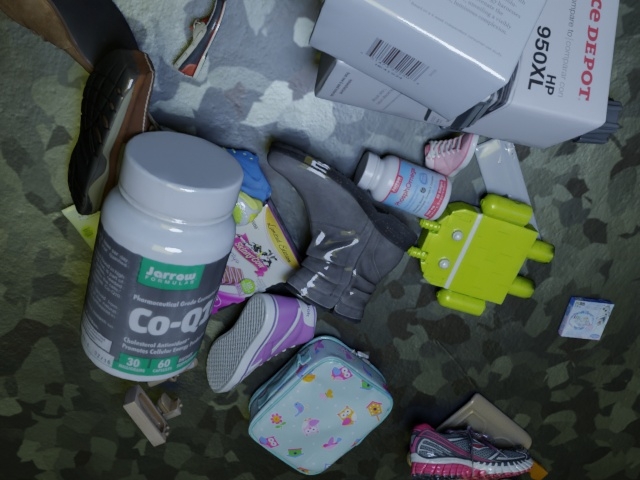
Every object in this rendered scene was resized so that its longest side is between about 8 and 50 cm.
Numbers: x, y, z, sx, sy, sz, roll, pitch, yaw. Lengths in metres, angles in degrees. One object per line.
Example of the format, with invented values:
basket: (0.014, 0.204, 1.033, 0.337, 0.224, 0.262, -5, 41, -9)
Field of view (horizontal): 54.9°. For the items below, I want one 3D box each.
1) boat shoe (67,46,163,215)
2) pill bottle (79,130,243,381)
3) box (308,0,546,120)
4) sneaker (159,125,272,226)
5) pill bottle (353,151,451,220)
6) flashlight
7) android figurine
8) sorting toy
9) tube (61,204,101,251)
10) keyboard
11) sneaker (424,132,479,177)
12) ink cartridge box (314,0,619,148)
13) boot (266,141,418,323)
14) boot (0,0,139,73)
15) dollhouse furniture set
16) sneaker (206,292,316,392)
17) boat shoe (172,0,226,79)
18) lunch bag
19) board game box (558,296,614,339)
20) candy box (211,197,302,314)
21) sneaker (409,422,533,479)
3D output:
boat shoe: (-0.311, -0.164, 0.974, 0.120, 0.122, 0.324, -5, 150, -36)
pill bottle: (-0.249, 0.028, 0.963, 0.204, 0.204, 0.361, 15, 121, -12)
box: (0.162, -0.356, 0.725, 0.215, 0.168, 0.345, 27, 83, -7)
sneaker: (-0.185, -0.125, 1.065, 0.240, 0.126, 0.091, 42, 134, 6)
pill bottle: (0.145, -0.100, 1.097, 0.160, 0.087, 0.087, 19, 112, -12)
flashlight: (0.358, -0.225, 1.054, 0.304, 0.103, 0.103, 4, 111, -6)
android figurine: (0.303, 0.026, 1.184, 0.273, 0.056, 0.248, 17, 113, -11)
sorting toy: (0.374, 0.504, 1.431, 0.307, 0.041, 0.229, 40, 101, -21)
tube: (-0.369, 0.029, 1.126, 0.062, 0.070, 0.240, -6, 117, 42)
keyboard: (0.360, -0.079, 1.173, 0.072, 0.014, 0.256, -21, 115, 10)
sneaker: (0.221, -0.155, 1.070, 0.070, 0.134, 0.051, 21, 70, -4)
ink cartridge box: (0.216, -0.323, 0.903, 0.395, 0.166, 0.285, 10, 85, -11)
boot: (0.000, 0.000, 1.075, 0.338, 0.118, 0.223, 36, 90, -22)
boot: (-0.397, -0.342, 0.947, 0.115, 0.112, 0.305, -16, 125, 36)
dollhouse furniture set: (-0.294, 0.278, 1.196, 0.123, 0.151, 0.144, -23, 117, 5)
sneaker: (-0.108, 0.212, 1.214, 0.161, 0.102, 0.282, 7, 138, -40)
boat shoe: (-0.191, -0.326, 0.985, 0.043, 0.049, 0.137, 26, 115, -14)
lunch bag: (-0.005, 0.334, 1.274, 0.224, 0.108, 0.279, 40, 105, -17)
board game box: (0.559, 0.164, 1.298, 0.090, 0.020, 0.090, 7, 113, -9)
candy box: (-0.168, 0.032, 1.138, 0.233, 0.071, 0.159, -25, 114, 5)
sneaker: (0.332, 0.456, 1.328, 0.299, 0.112, 0.121, 10, 152, -24)
